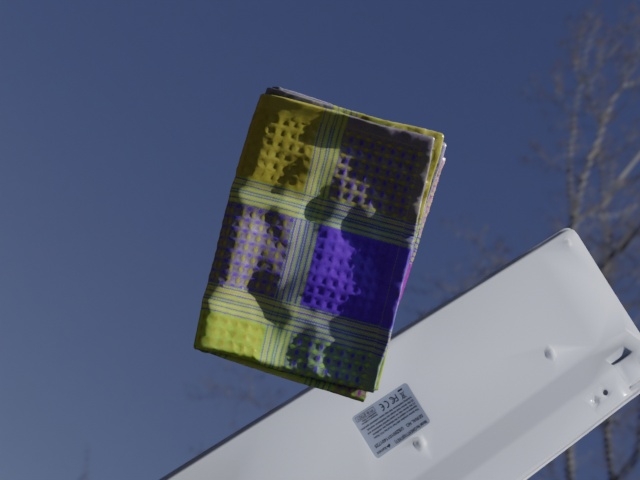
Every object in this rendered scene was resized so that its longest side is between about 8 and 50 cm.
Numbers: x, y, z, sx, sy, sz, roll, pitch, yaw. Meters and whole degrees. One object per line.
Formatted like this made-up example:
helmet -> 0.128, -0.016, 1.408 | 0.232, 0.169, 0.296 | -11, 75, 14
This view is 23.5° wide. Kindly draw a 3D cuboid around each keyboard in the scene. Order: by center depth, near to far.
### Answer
keyboard -> 0.030, 0.073, 0.552 | 0.072, 0.256, 0.014 | 55, -37, 9

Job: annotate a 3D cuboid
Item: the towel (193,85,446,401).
towel -> 0.000, 0.000, 0.452 | 0.060, 0.083, 0.009 | 18, -6, -12
